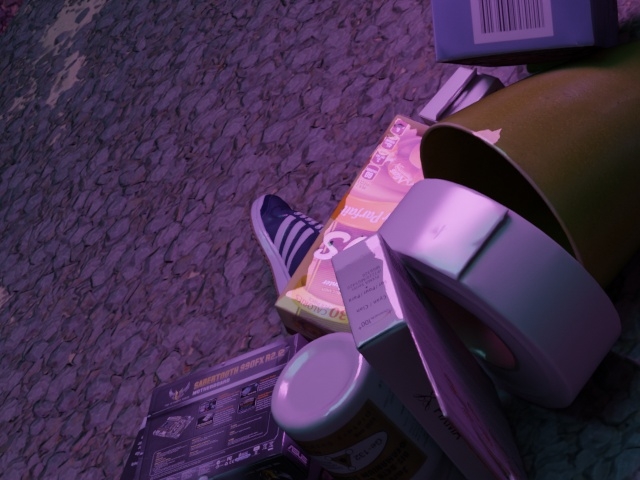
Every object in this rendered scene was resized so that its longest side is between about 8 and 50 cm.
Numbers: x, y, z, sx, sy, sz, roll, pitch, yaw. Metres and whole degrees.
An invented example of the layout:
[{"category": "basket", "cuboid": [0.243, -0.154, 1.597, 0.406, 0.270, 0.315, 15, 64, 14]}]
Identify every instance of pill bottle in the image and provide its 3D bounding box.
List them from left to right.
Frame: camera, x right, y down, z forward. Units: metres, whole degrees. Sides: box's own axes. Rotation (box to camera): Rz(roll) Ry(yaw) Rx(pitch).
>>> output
[{"category": "pill bottle", "cuboid": [0.061, 0.216, 1.686, 0.131, 0.229, 0.131, -29, 35, 23]}]

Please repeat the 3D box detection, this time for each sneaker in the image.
[{"category": "sneaker", "cuboid": [0.000, 0.000, 2.124, 0.153, 0.099, 0.282, -40, 39, 16]}]

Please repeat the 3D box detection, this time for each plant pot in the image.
[{"category": "plant pot", "cuboid": [0.313, -0.101, 1.781, 0.293, 0.275, 0.274, -37, 29, -18]}]

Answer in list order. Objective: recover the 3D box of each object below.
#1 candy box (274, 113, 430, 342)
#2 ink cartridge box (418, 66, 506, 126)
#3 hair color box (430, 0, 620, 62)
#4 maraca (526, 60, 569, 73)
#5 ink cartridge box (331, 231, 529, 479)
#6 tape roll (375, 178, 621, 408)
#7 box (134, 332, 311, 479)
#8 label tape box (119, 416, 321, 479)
[{"category": "candy box", "cuboid": [0.104, 0.009, 1.946, 0.183, 0.087, 0.316, 23, 67, 25]}, {"category": "ink cartridge box", "cuboid": [0.210, -0.157, 2.031, 0.092, 0.143, 0.090, -49, 32, -9]}, {"category": "hair color box", "cuboid": [0.263, -0.280, 1.903, 0.185, 0.114, 0.374, -4, 5, 16]}, {"category": "maraca", "cuboid": [0.327, -0.310, 2.126, 0.127, 0.099, 0.186, -18, 64, 30]}, {"category": "ink cartridge box", "cuboid": [0.129, 0.171, 1.571, 0.066, 0.296, 0.261, -29, 42, 11]}, {"category": "tape roll", "cuboid": [0.184, 0.059, 1.677, 0.100, 0.286, 0.286, -51, 32, -13]}, {"category": "box", "cuboid": [-0.112, 0.228, 1.826, 0.231, 0.056, 0.183, -23, 38, 27]}, {"category": "label tape box", "cuboid": [-0.153, 0.365, 1.866, 0.249, 0.115, 0.348, -15, 41, 37]}]
